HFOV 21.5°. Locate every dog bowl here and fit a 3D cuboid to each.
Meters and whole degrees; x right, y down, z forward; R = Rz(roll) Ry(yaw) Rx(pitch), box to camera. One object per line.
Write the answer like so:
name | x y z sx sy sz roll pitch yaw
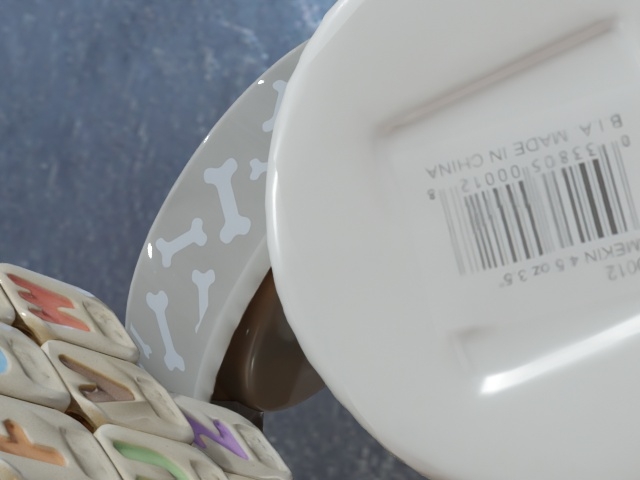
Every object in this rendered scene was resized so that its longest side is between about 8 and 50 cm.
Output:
dog bowl | 0.000 0.000 1.197 0.102 0.349 0.349 34 106 22

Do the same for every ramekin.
ramekin | 0.111 -0.016 0.713 0.277 0.135 0.277 1 92 22

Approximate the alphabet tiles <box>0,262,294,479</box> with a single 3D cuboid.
alphabet tiles | -0.082 0.089 0.636 0.021 0.278 0.284 -54 45 14
